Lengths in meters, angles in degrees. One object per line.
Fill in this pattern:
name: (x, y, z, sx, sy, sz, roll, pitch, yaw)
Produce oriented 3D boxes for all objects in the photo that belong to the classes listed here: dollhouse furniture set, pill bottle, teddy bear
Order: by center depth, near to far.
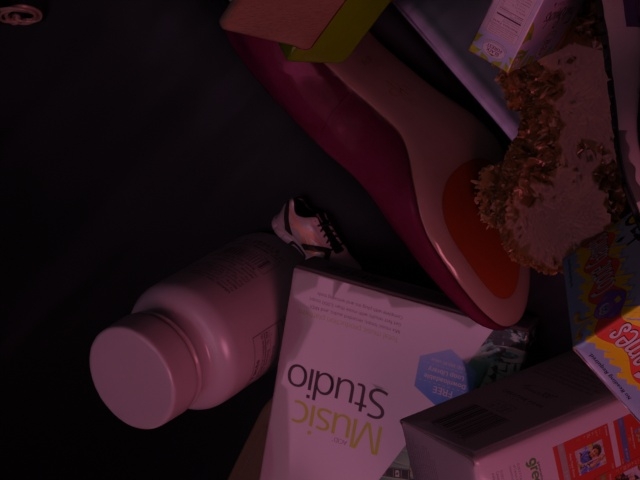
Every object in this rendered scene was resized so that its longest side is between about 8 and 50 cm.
dollhouse furniture set: (-0.047, -0.315, 1.175, 0.197, 0.151, 0.302, -51, 49, 34)
teddy bear: (0.237, -0.134, 1.179, 0.245, 0.113, 0.338, 5, 105, 26)
pill bottle: (-0.109, 0.088, 1.425, 0.131, 0.229, 0.131, 15, 117, 30)

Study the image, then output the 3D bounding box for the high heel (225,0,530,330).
high heel: (0.051, -0.081, 1.331, 0.181, 0.127, 0.377, -23, 92, 53)

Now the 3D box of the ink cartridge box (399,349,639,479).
ink cartridge box: (0.243, 0.264, 1.288, 0.130, 0.271, 0.310, 19, 125, 64)

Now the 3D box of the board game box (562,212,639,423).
board game box: (0.328, 0.016, 1.065, 0.275, 0.144, 0.142, -37, 108, 21)

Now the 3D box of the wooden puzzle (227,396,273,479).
wooden puzzle: (0.025, 0.362, 1.555, 0.322, 0.080, 0.348, 37, 122, 16)

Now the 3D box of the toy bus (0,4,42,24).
toy bus: (-0.424, -0.274, 1.568, 0.191, 0.202, 0.104, -22, 66, 46)

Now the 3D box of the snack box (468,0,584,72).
snack box: (0.161, -0.179, 1.062, 0.037, 0.141, 0.100, 32, 114, 14)

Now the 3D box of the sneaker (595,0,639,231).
sneaker: (0.262, -0.092, 0.992, 0.124, 0.107, 0.283, -15, 57, 20)

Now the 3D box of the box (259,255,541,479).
box: (0.062, 0.198, 1.398, 0.232, 0.058, 0.322, 15, 107, 20)

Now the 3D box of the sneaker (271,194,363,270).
sneaker: (0.000, 0.000, 1.433, 0.109, 0.040, 0.044, 40, 125, 14)
